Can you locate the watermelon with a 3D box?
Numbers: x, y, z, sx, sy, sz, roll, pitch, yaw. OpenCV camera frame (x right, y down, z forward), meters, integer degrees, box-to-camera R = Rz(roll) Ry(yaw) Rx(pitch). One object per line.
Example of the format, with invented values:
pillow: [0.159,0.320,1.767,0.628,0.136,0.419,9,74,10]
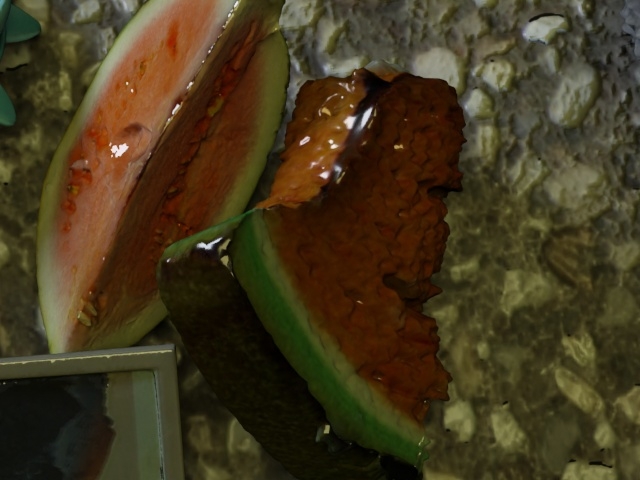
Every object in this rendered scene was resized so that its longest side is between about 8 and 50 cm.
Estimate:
watermelon: [-0.098,-0.051,1.118,0.128,0.159,0.303,23,98,-30]

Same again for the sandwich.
sandwich: [0.000,0.000,1.095,0.250,0.162,0.301,48,56,-37]

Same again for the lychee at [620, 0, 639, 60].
lychee: [0.353,-0.197,1.117,0.300,0.300,0.300,1,77,-4]

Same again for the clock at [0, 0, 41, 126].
clock: [-0.320,-0.186,1.097,0.274,0.094,0.224,24,44,-22]

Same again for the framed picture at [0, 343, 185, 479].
framed picture: [-0.182,0.206,1.060,0.192,0.018,0.265,-5,100,-4]
